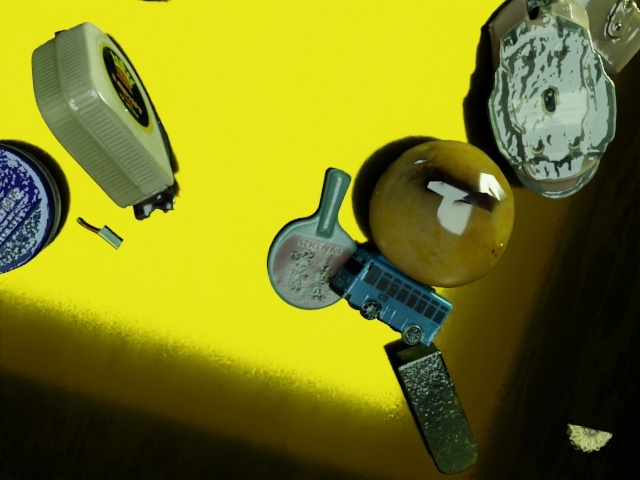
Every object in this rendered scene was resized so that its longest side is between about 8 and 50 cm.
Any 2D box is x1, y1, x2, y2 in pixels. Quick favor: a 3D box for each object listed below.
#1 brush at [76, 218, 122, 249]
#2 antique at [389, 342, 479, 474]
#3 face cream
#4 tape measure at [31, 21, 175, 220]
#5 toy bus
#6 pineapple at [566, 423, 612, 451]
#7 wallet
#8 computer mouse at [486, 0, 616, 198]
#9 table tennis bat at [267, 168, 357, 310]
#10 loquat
[{"bbox_3d":[-0.361,-0.016,1.642,0.083,0.019,0.021,35,83,-10],"label":"brush"},{"bbox_3d":[0.197,0.289,1.712,0.081,0.080,0.220,-22,101,-1],"label":"antique"},{"bbox_3d":[-0.515,-0.051,1.575,0.206,0.111,0.205,-1,97,-5],"label":"face cream"},{"bbox_3d":[-0.332,-0.189,1.534,0.133,0.231,0.271,-27,137,9],"label":"tape measure"},{"bbox_3d":[0.115,0.092,1.659,0.185,0.090,0.106,31,93,-19],"label":"toy bus"},{"bbox_3d":[0.472,0.352,1.779,0.083,0.019,0.045,10,91,-6],"label":"pineapple"},{"bbox_3d":[0.469,-0.360,1.669,0.153,0.039,0.118,38,95,-8],"label":"wallet"},{"bbox_3d":[0.365,-0.259,1.639,0.200,0.115,0.389,-5,88,5],"label":"computer mouse"},{"bbox_3d":[0.000,0.000,1.675,0.153,0.040,0.244,15,99,-12],"label":"table tennis bat"},{"bbox_3d":[0.190,-0.043,1.589,0.235,0.235,0.235,-1,98,-6],"label":"loquat"}]
